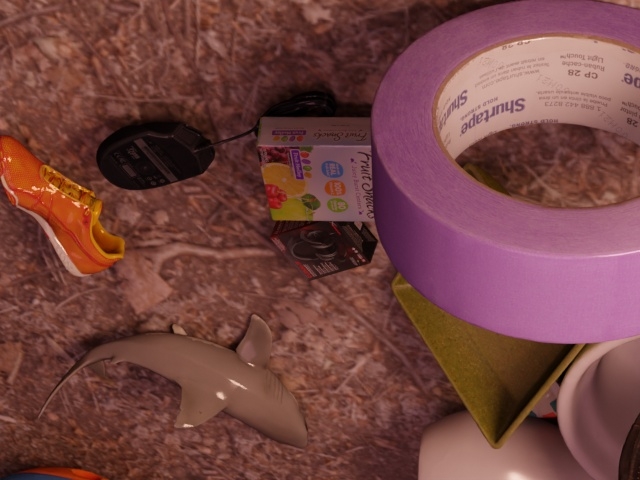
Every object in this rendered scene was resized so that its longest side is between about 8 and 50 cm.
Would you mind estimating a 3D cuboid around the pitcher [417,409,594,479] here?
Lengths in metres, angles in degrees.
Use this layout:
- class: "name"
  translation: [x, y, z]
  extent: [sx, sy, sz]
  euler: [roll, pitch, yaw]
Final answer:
- class: "pitcher"
  translation: [0.205, 0.238, 1.587]
  extent: [0.207, 0.126, 0.178]
  euler: [1, 153, 10]

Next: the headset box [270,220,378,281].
- class: "headset box"
  translation: [0.000, 0.000, 1.477]
  extent: [0.083, 0.032, 0.062]
  euler: [-17, 126, 34]

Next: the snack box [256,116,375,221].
- class: "snack box"
  translation: [0.022, -0.060, 1.381]
  extent: [0.141, 0.037, 0.100]
  euler: [1, 142, 9]

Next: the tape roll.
- class: "tape roll"
  translation: [0.173, -0.057, 1.160]
  extent: [0.274, 0.275, 0.090]
  euler: [10, 136, 13]

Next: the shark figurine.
- class: "shark figurine"
  translation: [-0.150, 0.148, 1.641]
  extent: [0.278, 0.116, 0.166]
  euler: [12, 137, 8]

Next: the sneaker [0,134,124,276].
- class: "sneaker"
  translation: [-0.247, -0.041, 1.533]
  extent: [0.067, 0.064, 0.175]
  euler: [-25, 128, 17]

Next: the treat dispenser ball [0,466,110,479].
- class: "treat dispenser ball"
  translation: [-0.307, 0.402, 1.841]
  extent: [0.288, 0.288, 0.288]
  euler: [12, 138, 11]

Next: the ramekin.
- class: "ramekin"
  translation: [0.349, 0.117, 1.374]
  extent: [0.277, 0.135, 0.277]
  euler: [12, 137, 12]

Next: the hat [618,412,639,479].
- class: "hat"
  translation: [0.403, 0.196, 1.231]
  extent: [0.331, 0.134, 0.331]
  euler: [22, 133, 26]

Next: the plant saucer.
- class: "plant saucer"
  translation: [0.155, 0.054, 1.398]
  extent: [0.188, 0.045, 0.188]
  euler: [58, 144, 24]

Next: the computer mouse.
- class: "computer mouse"
  translation: [-0.093, -0.096, 1.420]
  extent: [0.242, 0.041, 0.071]
  euler: [-12, 137, 24]

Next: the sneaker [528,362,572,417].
- class: "sneaker"
  translation: [0.183, 0.111, 1.496]
  extent: [0.075, 0.057, 0.161]
  euler: [-15, 130, 28]
